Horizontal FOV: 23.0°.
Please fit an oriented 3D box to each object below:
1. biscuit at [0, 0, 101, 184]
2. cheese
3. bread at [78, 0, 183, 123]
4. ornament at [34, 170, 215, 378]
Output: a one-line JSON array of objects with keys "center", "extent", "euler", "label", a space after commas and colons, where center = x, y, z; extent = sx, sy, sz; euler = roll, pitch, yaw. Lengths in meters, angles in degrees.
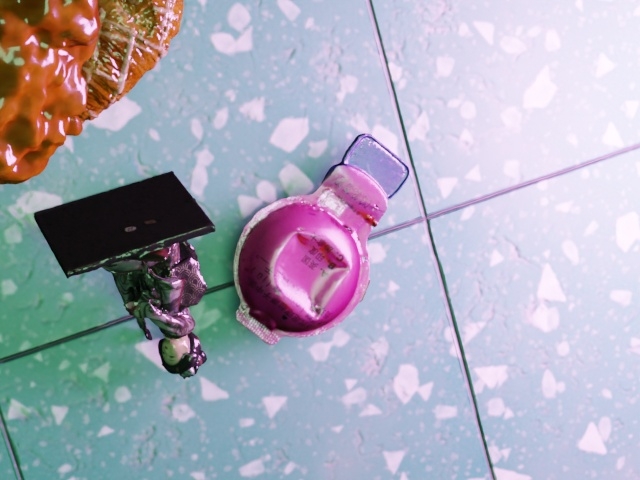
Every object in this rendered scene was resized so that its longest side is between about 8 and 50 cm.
[{"center": [-0.353, -0.169, 1.419], "extent": [0.312, 0.110, 0.318], "euler": [-8, 125, -27], "label": "biscuit"}, {"center": [0.000, 0.000, 1.669], "extent": [0.155, 0.062, 0.244], "euler": [37, 85, -19], "label": "cheese"}, {"center": [-0.194, -0.219, 1.572], "extent": [0.105, 0.076, 0.233], "euler": [25, 91, -17], "label": "bread"}, {"center": [-0.176, 0.063, 1.595], "extent": [0.153, 0.166, 0.196], "euler": [-19, 118, -13], "label": "ornament"}]
